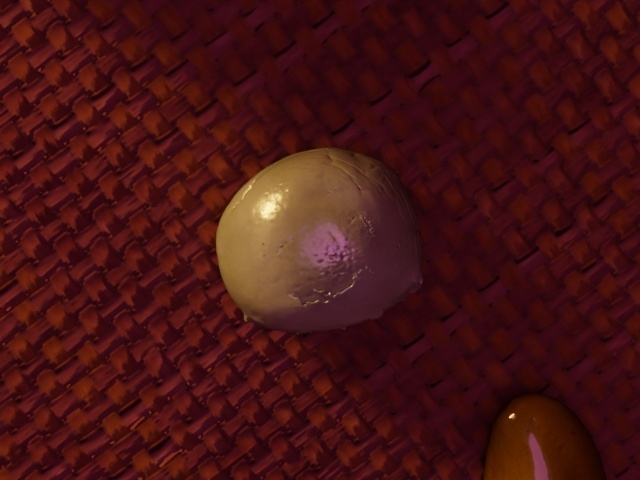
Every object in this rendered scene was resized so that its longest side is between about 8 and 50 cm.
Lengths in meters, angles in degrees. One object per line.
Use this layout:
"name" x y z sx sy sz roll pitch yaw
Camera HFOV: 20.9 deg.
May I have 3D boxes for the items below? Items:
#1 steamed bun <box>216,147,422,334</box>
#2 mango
"steamed bun" 0.000 0.000 1.077 0.130 0.091 0.112 -12 95 -4
"mango" 0.144 0.154 1.120 0.080 0.060 0.114 -20 93 -6
